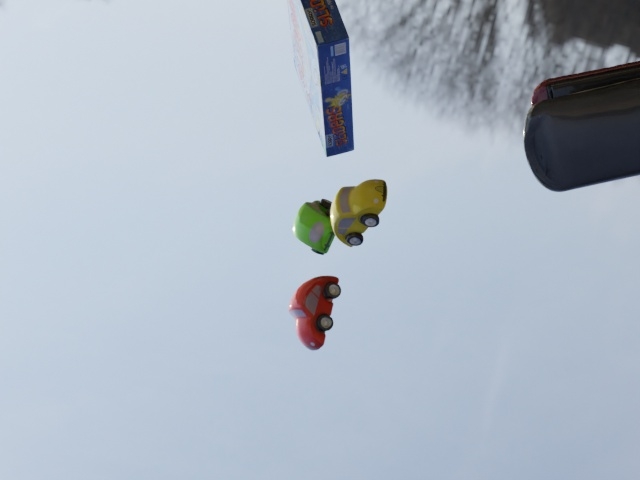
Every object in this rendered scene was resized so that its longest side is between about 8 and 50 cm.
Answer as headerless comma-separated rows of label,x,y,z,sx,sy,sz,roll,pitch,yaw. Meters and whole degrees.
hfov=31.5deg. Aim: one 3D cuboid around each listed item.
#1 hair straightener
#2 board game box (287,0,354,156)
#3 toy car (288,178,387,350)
hair straightener,0.190,-0.048,0.424,0.231,0.047,0.089,-4,-160,19
board game box,-0.001,-0.199,1.200,0.035,0.201,0.136,-15,-118,-5
toy car,0.000,0.000,1.486,0.053,0.239,0.225,19,-165,-18
